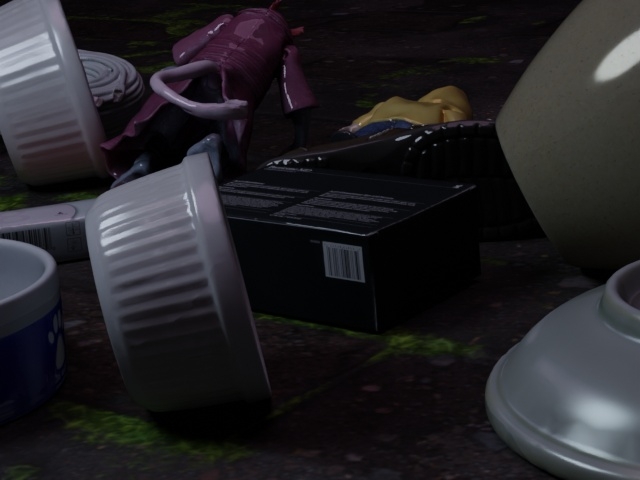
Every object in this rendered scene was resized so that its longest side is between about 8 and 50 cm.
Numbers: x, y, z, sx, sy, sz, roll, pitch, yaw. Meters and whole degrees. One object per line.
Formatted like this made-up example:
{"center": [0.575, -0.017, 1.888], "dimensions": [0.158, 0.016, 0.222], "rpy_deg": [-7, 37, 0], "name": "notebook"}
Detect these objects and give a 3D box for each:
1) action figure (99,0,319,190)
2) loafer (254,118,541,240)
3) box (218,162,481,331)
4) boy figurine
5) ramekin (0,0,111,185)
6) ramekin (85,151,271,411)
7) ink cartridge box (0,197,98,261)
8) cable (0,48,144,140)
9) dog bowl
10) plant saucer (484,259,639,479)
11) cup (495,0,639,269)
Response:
{"center": [-0.131, -0.208, 1.891], "dimensions": [0.248, 0.275, 0.370], "rpy_deg": [21, 52, 13], "name": "action figure"}
{"center": [0.105, -0.078, 1.663], "dimensions": [0.366, 0.134, 0.130], "rpy_deg": [-2, 17, 9], "name": "loafer"}
{"center": [0.000, 0.000, 1.484], "dimensions": [0.261, 0.103, 0.184], "rpy_deg": [8, 23, 38], "name": "box"}
{"center": [0.112, -0.136, 1.942], "dimensions": [0.177, 0.092, 0.285], "rpy_deg": [4, 17, 27], "name": "boy figurine"}
{"center": [-0.371, -0.196, 1.990], "dimensions": [0.127, 0.273, 0.273], "rpy_deg": [-20, 19, -8], "name": "ramekin"}
{"center": [-0.116, 0.040, 1.212], "dimensions": [0.109, 0.207, 0.207], "rpy_deg": [-14, 17, -2], "name": "ramekin"}
{"center": [-0.314, -0.028, 1.746], "dimensions": [0.189, 0.066, 0.232], "rpy_deg": [-9, 21, -17], "name": "ink cartridge box"}
{"center": [-0.400, -0.226, 2.311], "dimensions": [0.257, 0.089, 0.257], "rpy_deg": [6, 24, 9], "name": "cable"}
{"center": [-0.353, 0.083, 1.288], "dimensions": [0.265, 0.104, 0.265], "rpy_deg": [-4, 17, 1], "name": "dog bowl"}
{"center": [0.324, 0.079, 1.137], "dimensions": [0.400, 0.100, 0.400], "rpy_deg": [-3, 16, 1], "name": "plant saucer"}
{"center": [0.312, -0.102, 1.462], "dimensions": [0.237, 0.331, 0.331], "rpy_deg": [-27, 11, 15], "name": "cup"}
